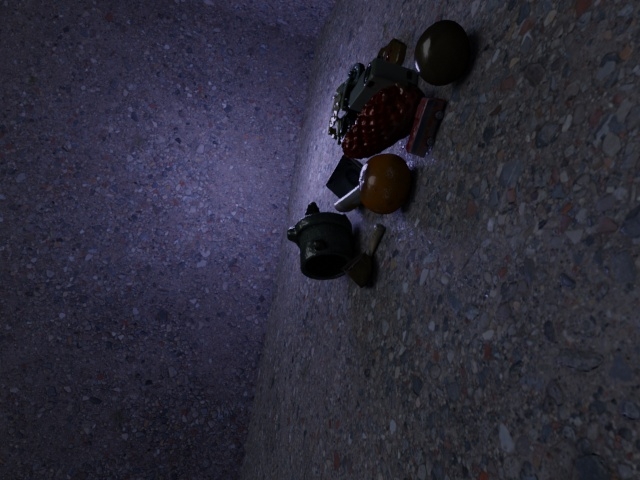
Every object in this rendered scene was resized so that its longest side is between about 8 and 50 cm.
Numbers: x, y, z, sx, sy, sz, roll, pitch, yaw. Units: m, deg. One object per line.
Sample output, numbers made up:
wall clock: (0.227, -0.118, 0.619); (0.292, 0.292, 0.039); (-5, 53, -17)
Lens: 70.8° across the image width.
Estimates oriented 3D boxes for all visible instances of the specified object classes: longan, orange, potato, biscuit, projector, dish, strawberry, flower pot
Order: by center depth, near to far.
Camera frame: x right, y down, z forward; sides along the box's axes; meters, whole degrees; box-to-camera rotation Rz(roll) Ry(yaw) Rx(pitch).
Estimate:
longan: (0.367, -0.565, 1.358); (0.189, 0.189, 0.189); (-168, 90, -75)
strawberry: (0.228, -0.396, 1.578); (0.336, 0.149, 0.265); (-44, -10, 21)
orange: (0.220, -0.202, 1.598); (0.224, 0.170, 0.224); (-167, 90, -74)
potato: (0.164, 0.119, 1.779); (0.120, 0.100, 0.261); (-40, 0, -1)
projector: (0.240, -0.597, 1.780); (0.256, 0.191, 0.099); (145, 134, -70)
biscuit: (0.300, -0.809, 2.015); (0.320, 0.047, 0.183); (-100, 29, -58)
flower pot: (0.000, 0.000, 2.016); (0.299, 0.299, 0.283); (121, 152, -52)
dish: (0.146, -0.278, 2.047); (0.080, 0.182, 0.243); (-43, -7, -35)

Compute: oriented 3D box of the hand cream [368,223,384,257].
hand cream: (0.210, -0.005, 1.753); (0.061, 0.039, 0.143); (-100, 21, -49)

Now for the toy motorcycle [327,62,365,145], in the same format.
toy motorcycle: (0.141, -0.668, 2.257); (0.237, 0.168, 0.410); (162, 118, -75)

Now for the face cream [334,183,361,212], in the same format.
face cream: (0.159, -0.190, 1.938); (0.269, 0.107, 0.073); (-31, 68, 63)

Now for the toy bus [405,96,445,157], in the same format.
toy bus: (0.339, -0.369, 1.462); (0.065, 0.077, 0.192); (-121, 44, -66)
